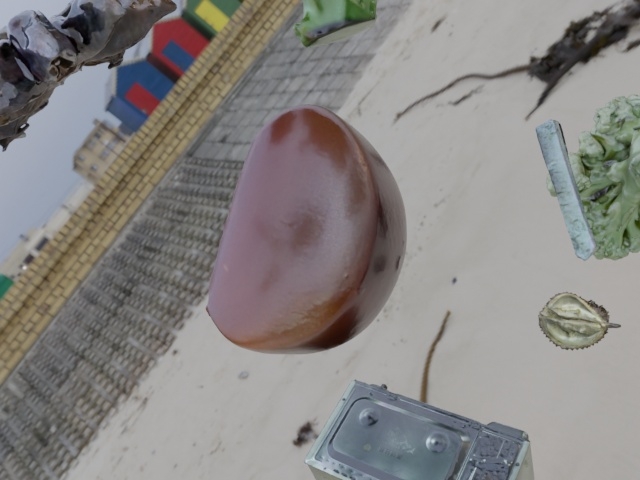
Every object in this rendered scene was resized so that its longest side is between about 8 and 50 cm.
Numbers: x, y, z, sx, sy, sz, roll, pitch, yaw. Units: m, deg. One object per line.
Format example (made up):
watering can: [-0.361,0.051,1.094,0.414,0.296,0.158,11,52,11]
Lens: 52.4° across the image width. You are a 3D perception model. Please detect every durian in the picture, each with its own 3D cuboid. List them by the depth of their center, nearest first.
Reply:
durian: [0.476,0.142,1.197,0.140,0.110,0.071,4,19,22]

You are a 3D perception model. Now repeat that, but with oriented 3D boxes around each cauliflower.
cauliflower: [0.564,-0.129,1.227,0.261,0.281,0.326,2,79,31]

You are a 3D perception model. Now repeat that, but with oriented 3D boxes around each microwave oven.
microwave oven: [0.224,0.500,1.357,0.395,0.332,0.247,13,50,32]

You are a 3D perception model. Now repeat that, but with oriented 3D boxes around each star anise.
star anise: [-0.247,-0.149,0.563,0.262,0.081,0.230,-39,26,-7]

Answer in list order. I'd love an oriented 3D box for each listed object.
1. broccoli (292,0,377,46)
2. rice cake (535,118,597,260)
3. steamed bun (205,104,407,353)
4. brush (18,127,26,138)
broccoli: [0.005,-0.388,0.763,0.298,0.297,0.297,-16,6,2]
rice cake: [0.361,-0.073,0.948,0.034,0.210,0.043,-18,-3,29]
steamed bun: [0.000,0.000,1.009,0.235,0.248,0.379,31,-105,-66]
brush: [-0.373,-0.127,0.751,0.027,0.062,0.266,-18,15,-7]
